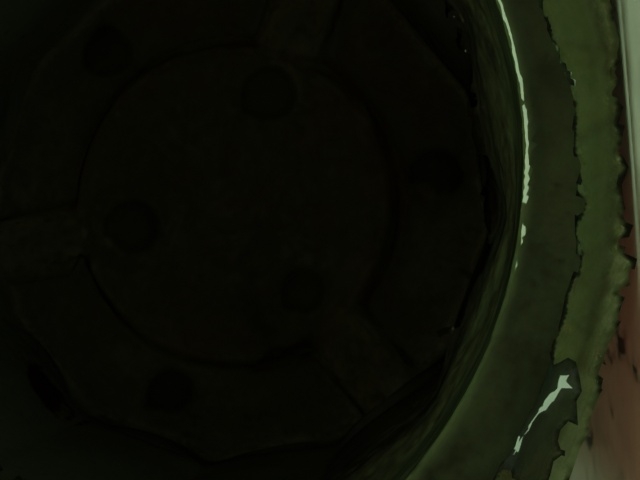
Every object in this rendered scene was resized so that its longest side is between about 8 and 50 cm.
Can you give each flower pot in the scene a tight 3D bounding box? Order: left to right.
[{"bbox_3d":[-0.049,-0.010,0.563,0.259,0.290,0.290,18,-112,-82],"label":"flower pot"}]
